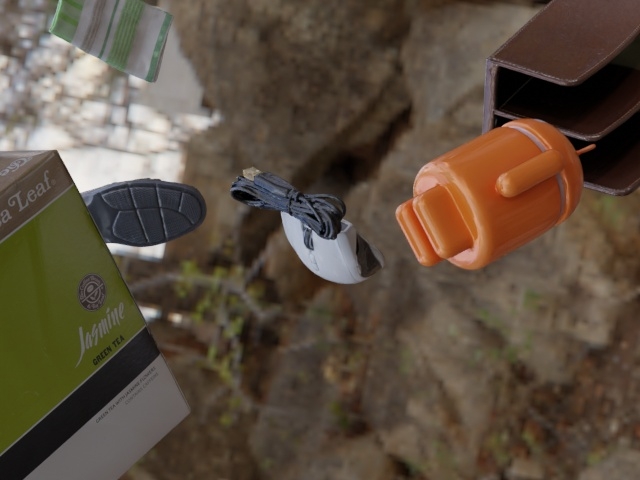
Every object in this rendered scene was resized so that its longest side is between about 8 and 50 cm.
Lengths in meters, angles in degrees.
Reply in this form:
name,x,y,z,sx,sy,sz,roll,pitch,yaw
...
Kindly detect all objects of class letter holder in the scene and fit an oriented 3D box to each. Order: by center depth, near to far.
name,x,y,z,sx,sy,sz,roll,pitch,yaw
letter holder,0.372,-0.206,2.148,0.302,0.214,0.152,-43,-37,-44

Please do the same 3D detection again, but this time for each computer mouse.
name,x,y,z,sx,sy,sz,roll,pitch,yaw
computer mouse,0.000,0.000,1.351,0.042,0.106,0.193,-65,-27,-10

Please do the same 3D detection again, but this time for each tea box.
name,x,y,z,sx,sy,sz,roll,pitch,yaw
tea box,-0.358,0.127,1.601,0.329,0.220,0.323,-41,-60,-36

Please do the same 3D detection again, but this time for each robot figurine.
name,x,y,z,sx,sy,sz,roll,pitch,yaw
robot figurine,0.187,-0.051,1.766,0.219,0.128,0.158,-27,-39,-25

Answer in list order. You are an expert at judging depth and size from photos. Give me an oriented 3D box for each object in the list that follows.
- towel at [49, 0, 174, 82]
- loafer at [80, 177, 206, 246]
name,x,y,z,sx,sy,sz,roll,pitch,yaw
towel,-0.265,-0.277,2.131,0.023,0.152,0.113,-34,38,49
loafer,-0.323,-0.044,2.499,0.095,0.302,0.109,-103,2,-65
